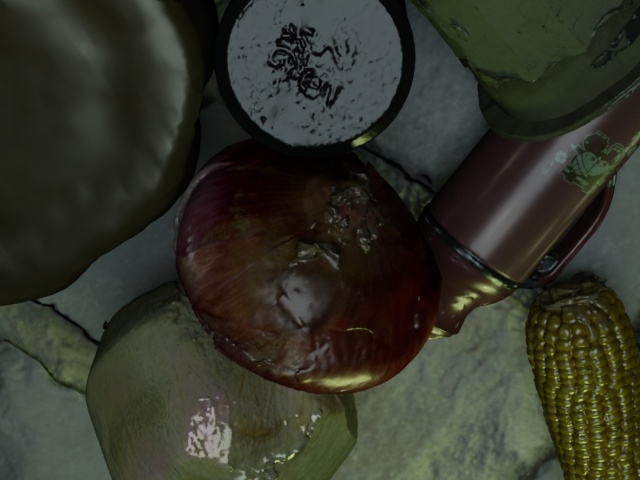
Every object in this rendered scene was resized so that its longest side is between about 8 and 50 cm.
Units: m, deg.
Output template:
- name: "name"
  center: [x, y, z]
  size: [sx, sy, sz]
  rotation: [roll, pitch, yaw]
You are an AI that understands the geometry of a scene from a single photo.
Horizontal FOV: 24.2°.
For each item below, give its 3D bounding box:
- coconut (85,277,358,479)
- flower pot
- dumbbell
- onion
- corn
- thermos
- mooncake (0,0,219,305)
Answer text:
- name: "coconut"
  center: [-0.077, 0.149, 1.272]
  size: [0.227, 0.227, 0.230]
  rotation: [-31, 66, 10]
- name: "flower pot"
  center: [0.147, -0.211, 1.144]
  size: [0.202, 0.212, 0.212]
  rotation: [36, 106, -31]
- name: "dumbbell"
  center: [-0.003, -0.160, 1.190]
  size: [0.152, 0.218, 0.153]
  rotation: [0, 107, 1]
- name: "onion"
  center: [0.000, 0.000, 1.173]
  size: [0.230, 0.230, 0.163]
  rotation: [21, 135, -4]
- name: "corn"
  center: [0.253, 0.171, 1.347]
  size: [0.106, 0.106, 0.293]
  rotation: [-13, 108, 6]
- name: "thermos"
  center: [0.180, -0.045, 1.286]
  size: [0.109, 0.136, 0.330]
  rotation: [45, 106, 23]
- name: "mooncake"
  center: [-0.267, -0.145, 1.223]
  size: [0.378, 0.201, 0.379]
  rotation: [2, 110, 5]
